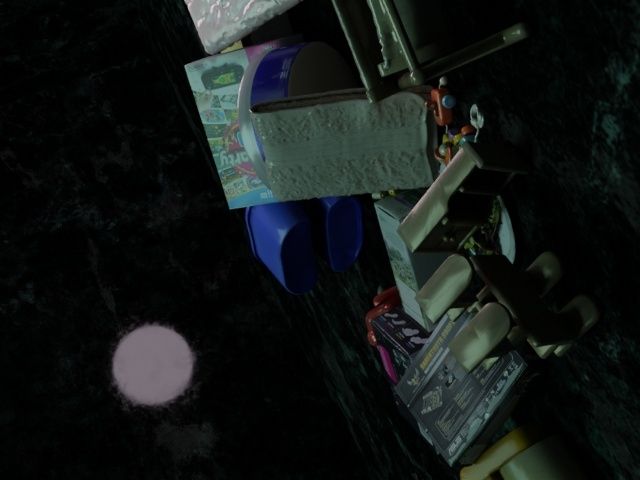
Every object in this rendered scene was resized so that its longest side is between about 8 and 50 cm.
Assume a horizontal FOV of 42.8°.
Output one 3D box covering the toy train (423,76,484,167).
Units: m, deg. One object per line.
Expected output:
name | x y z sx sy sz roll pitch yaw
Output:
toy train | 0.178 -0.153 1.129 0.166 0.046 0.125 -117 16 -67

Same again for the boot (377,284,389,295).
boot | 0.172 0.153 1.815 0.118 0.042 0.087 66 161 -6

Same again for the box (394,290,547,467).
box | 0.240 0.227 1.345 0.231 0.056 0.183 -61 42 23

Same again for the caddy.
caddy | -0.040 -0.042 1.853 0.179 0.241 0.341 50 160 31

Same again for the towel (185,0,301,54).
towel | -0.157 -0.545 1.488 0.331 0.053 0.317 -18 96 45

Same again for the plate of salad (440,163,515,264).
plate of salad | 0.226 -0.039 1.228 0.200 0.048 0.200 58 165 26

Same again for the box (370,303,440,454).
box | 0.220 0.251 1.569 0.163 0.142 0.247 40 153 59

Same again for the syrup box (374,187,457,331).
syrup box | 0.179 0.030 1.425 0.093 0.096 0.237 39 150 59

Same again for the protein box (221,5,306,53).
protein box | -0.130 -0.432 1.726 0.200 0.136 0.201 44 154 56

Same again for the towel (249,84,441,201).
towel | 0.045 -0.147 1.274 0.049 0.282 0.187 -90 -10 -48

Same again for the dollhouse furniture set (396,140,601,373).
dollhouse furniture set | 0.231 0.019 1.016 0.161 0.212 0.242 -54 54 31

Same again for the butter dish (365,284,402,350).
butter dish | 0.150 0.187 1.716 0.160 0.118 0.160 -35 79 56

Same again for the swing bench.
swing bench | 0.093 -0.316 0.999 0.253 0.165 0.254 67 167 -7

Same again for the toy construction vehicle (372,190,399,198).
toy construction vehicle | 0.127 -0.115 1.394 0.086 0.098 0.035 8 145 54

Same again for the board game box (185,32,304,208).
board game box | -0.112 -0.229 1.609 0.224 0.097 0.303 -7 109 30

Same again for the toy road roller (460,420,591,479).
toy road roller | 0.357 0.461 1.395 0.329 0.240 0.202 -51 57 33

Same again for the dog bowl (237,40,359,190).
dog bowl | -0.025 -0.211 1.437 0.104 0.265 0.265 -6 115 32

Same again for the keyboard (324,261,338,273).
keyboard | 0.000 0.000 2.248 0.192 0.038 0.100 58 -172 26
